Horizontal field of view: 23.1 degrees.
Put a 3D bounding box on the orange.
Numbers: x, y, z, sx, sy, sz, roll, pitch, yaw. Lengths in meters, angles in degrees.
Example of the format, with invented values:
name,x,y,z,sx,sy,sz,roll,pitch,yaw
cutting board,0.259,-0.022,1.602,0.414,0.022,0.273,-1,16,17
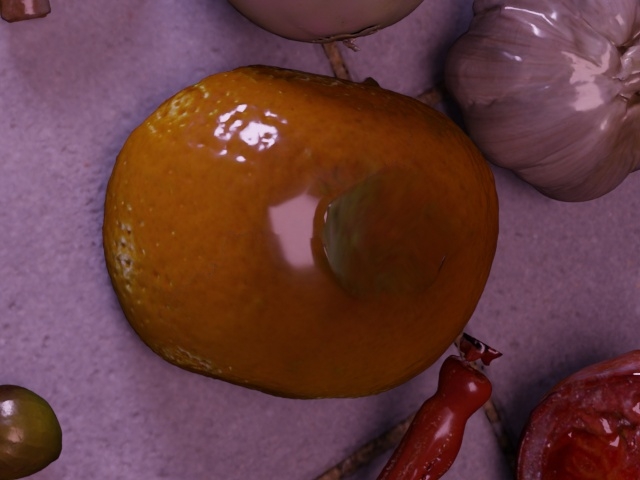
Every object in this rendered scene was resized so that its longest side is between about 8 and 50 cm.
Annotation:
name,x,y,z,sx,sy,sz,roll,pitch,yaw
orange,0.003,0.003,1.248,0.334,0.196,0.262,13,103,-35

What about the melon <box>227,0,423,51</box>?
name,x,y,z,sx,sy,sz,roll,pitch,yaw
melon,-0.004,-0.299,1.173,0.223,0.223,0.317,-17,104,-24

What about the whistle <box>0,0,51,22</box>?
name,x,y,z,sx,sy,sz,roll,pitch,yaw
whistle,-0.235,-0.272,1.153,0.107,0.057,0.220,-20,109,-38

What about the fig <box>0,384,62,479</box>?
name,x,y,z,sx,sy,sz,roll,pitch,yaw
fig,-0.232,0.148,1.190,0.088,0.074,0.074,26,83,-45

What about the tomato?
name,x,y,z,sx,sy,sz,roll,pitch,yaw
tomato,0.295,0.188,1.408,0.139,0.233,0.200,-49,123,-64

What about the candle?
name,x,y,z,sx,sy,sz,roll,pitch,yaw
candle,0.059,0.226,1.317,0.051,0.048,0.329,31,99,2

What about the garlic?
name,x,y,z,sx,sy,sz,roll,pitch,yaw
garlic,0.222,-0.145,1.342,0.228,0.152,0.228,-5,102,-23
